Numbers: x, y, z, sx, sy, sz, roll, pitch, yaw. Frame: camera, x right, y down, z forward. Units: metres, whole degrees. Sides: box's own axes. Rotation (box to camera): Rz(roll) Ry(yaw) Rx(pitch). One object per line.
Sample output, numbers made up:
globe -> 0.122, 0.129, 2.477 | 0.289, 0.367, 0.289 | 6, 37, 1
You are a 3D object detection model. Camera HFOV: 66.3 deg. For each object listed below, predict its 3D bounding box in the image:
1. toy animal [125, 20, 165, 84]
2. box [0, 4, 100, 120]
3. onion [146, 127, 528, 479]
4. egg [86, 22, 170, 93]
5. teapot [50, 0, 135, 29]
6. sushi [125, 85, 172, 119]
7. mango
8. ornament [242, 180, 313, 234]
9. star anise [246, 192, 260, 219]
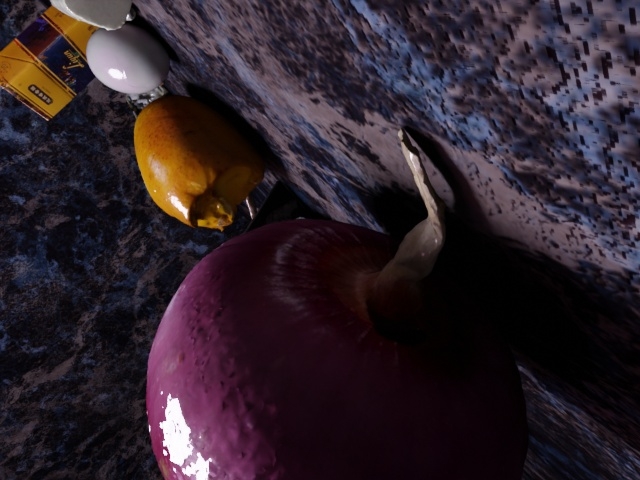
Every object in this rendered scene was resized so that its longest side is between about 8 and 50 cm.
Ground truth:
toy animal -> -0.343, -0.361, 0.813 | 0.099, 0.057, 0.241 | 32, 165, 36
box -> -0.511, -0.365, 0.967 | 0.070, 0.237, 0.152 | 41, 173, 6
onion -> 0.039, 0.127, 0.454 | 0.345, 0.358, 0.358 | -29, 112, 39
egg -> -0.296, -0.279, 0.755 | 0.135, 0.103, 0.103 | 20, 164, 22
teapot -> -0.296, -0.326, 0.657 | 0.107, 0.077, 0.200 | 11, -163, -38
sushi -> -0.368, -0.302, 1.163 | 0.273, 0.109, 0.134 | 58, -178, 21
mango -> -0.217, -0.150, 0.849 | 0.350, 0.201, 0.199 | 49, 142, 45
ornament -> 0.000, 0.000, 0.843 | 0.196, 0.153, 0.166 | 0, 142, 46
star anise -> -0.067, 0.030, 1.263 | 0.292, 0.109, 0.349 | 36, 169, 27
